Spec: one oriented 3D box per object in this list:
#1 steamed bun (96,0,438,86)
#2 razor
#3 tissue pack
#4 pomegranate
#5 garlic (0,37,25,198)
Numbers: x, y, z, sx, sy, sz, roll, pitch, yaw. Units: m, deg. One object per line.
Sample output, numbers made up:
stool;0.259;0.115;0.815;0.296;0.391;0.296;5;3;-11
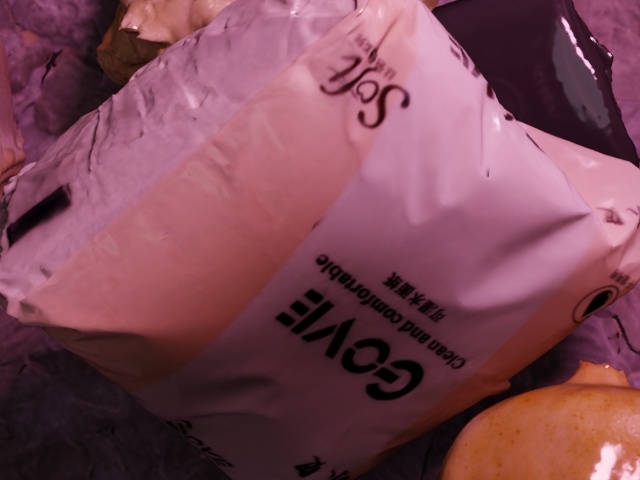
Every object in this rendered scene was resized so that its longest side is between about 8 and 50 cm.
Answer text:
steamed bun;-0.050;-0.216;1.510;0.295;0.137;0.292;-21;51;7
razor;0.068;-0.067;1.535;0.349;0.113;0.204;-20;86;11
tissue pack;0.000;0.000;1.393;0.390;0.375;0.195;-40;36;17
pomegranate;0.193;0.208;1.439;0.233;0.233;0.233;-1;85;11
garlic;-0.389;-0.109;1.630;0.325;0.132;0.279;28;83;7
